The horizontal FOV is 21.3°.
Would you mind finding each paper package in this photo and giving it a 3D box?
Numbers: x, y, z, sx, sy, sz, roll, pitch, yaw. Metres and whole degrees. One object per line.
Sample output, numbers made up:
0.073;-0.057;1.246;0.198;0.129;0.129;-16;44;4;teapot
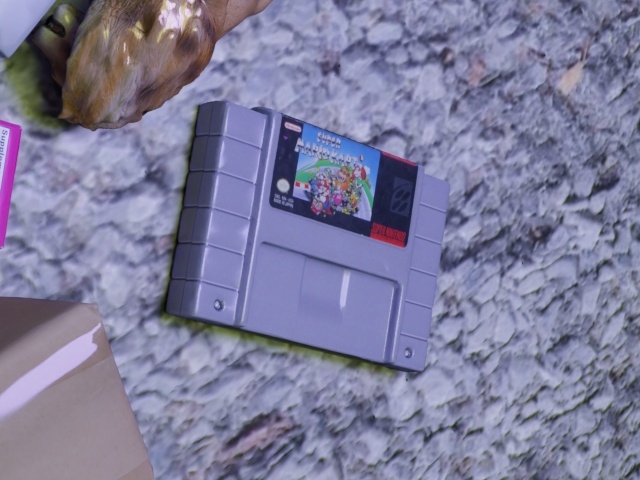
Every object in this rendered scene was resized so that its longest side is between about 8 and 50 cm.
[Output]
-0.339;0.180;1.279;0.325;0.309;0.168;-34;112;-39;paper package

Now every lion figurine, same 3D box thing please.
-0.100;-0.253;1.633;0.392;0.142;0.240;-32;151;-49;lion figurine

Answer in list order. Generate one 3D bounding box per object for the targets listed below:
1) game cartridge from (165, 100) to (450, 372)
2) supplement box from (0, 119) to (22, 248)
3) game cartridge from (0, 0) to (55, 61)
0.000;0.000;1.803;0.355;0.068;0.230;17;83;-44;game cartridge
-0.368;-0.064;1.388;0.220;0.111;0.114;17;77;-45;supplement box
-0.327;-0.303;1.440;0.196;0.060;0.294;-51;126;-10;game cartridge
